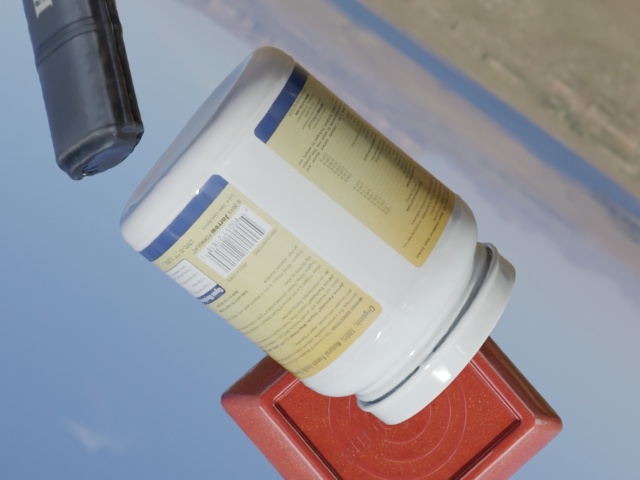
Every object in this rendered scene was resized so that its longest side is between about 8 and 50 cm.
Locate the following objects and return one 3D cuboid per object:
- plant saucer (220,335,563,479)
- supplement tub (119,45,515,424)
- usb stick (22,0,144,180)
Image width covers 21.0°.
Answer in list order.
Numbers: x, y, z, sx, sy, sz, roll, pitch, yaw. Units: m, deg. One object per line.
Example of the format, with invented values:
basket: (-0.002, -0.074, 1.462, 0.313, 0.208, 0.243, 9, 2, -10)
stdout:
plant saucer: (0.076, 0.174, 1.747, 0.259, 0.258, 0.048, 49, 172, 1)
supplement tub: (0.000, 0.000, 1.590, 0.316, 0.228, 0.228, 39, -175, -10)
usb stick: (-0.165, -0.176, 1.088, 0.045, 0.077, 0.278, -4, -107, -34)
